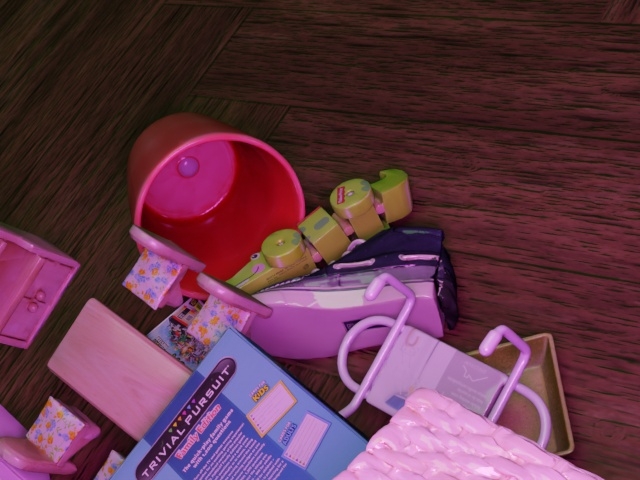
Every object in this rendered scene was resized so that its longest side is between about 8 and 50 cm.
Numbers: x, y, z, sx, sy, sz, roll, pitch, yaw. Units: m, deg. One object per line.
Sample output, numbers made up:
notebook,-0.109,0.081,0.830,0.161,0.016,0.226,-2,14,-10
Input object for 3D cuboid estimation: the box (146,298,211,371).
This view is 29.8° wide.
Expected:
box,-0.176,0.175,1.810,0.114,0.036,0.207,-41,43,-11

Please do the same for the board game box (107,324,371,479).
board game box,-0.073,0.291,1.432,0.253,0.079,0.336,-52,47,-4

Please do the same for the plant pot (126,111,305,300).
plant pot,-0.187,-0.078,1.906,0.275,0.275,0.243,-34,31,-4

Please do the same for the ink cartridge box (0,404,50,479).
ink cartridge box,-0.560,0.348,1.739,0.278,0.201,0.117,-25,43,7

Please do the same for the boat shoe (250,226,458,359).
boat shoe,0.037,0.071,1.743,0.341,0.127,0.158,-4,42,16

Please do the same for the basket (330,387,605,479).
basket,0.134,0.362,1.101,0.331,0.266,0.328,26,56,34

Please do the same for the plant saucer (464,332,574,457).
plant saucer,0.223,0.224,1.536,0.189,0.045,0.188,-16,44,15

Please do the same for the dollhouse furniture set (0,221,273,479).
dollhouse furniture set,-0.344,0.133,1.630,0.394,0.256,0.362,33,91,25

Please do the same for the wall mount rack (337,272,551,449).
wall mount rack,0.095,0.213,1.492,0.350,0.130,0.304,24,83,43

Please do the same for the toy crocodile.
toy crocodile,0.000,0.000,1.822,0.341,0.115,0.105,-35,37,-8
